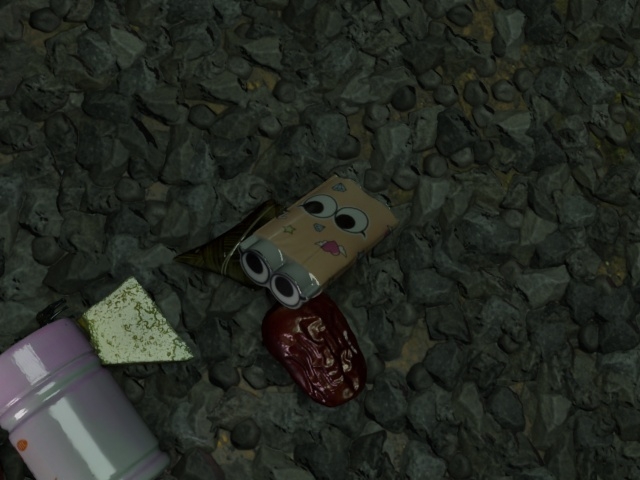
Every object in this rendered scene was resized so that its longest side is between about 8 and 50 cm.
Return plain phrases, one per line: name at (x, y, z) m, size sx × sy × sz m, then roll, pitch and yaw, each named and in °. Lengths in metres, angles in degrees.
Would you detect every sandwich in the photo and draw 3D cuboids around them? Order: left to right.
sandwich at (-0.352, 0.188, 1.632) m, size 0.162 × 0.058 × 0.193 m, roll -39°, pitch 89°, yaw -13°

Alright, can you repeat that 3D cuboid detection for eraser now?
eraser at (0.000, 0.000, 1.654) m, size 0.171 × 0.087 × 0.290 m, roll 35°, pitch 49°, yaw 20°

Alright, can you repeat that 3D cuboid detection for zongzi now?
zongzi at (-0.168, -0.016, 1.701) m, size 0.184 × 0.084 × 0.187 m, roll 17°, pitch 69°, yaw 4°

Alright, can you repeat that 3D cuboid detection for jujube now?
jujube at (-0.010, 0.201, 1.646) m, size 0.155 × 0.155 × 0.230 m, roll -32°, pitch 95°, yaw -15°

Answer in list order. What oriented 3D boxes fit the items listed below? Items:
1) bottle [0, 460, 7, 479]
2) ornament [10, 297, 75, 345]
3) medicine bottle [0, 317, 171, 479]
bottle at (-0.615, 0.389, 1.501) m, size 0.143 × 0.144 × 0.336 m, roll -19°, pitch 80°, yaw -13°
ornament at (-0.511, 0.156, 1.607) m, size 0.125 × 0.073 × 0.028 m, roll -39°, pitch 126°, yaw -12°
medicine bottle at (-0.424, 0.315, 1.514) m, size 0.202 × 0.202 × 0.316 m, roll -35°, pitch 86°, yaw -15°
